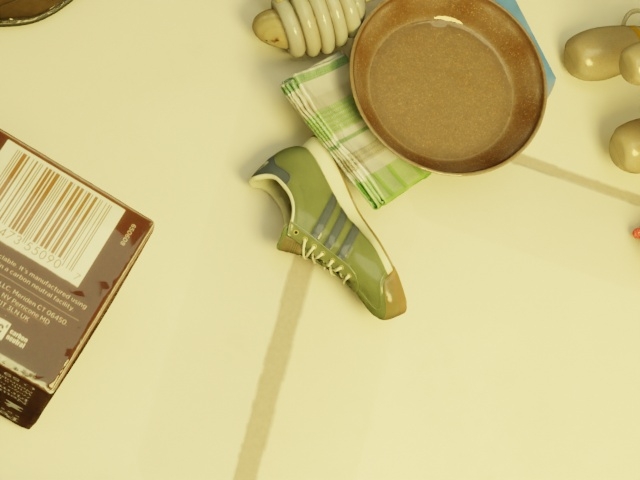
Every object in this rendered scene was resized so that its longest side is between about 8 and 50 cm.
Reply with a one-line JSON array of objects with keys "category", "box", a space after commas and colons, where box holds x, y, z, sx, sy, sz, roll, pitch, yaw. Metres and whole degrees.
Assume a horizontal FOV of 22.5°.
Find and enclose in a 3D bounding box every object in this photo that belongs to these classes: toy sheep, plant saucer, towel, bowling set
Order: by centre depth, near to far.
[{"category": "towel", "box": [0.038, -0.108, 1.533, 0.152, 0.023, 0.113, 52, 38, 3]}, {"category": "toy sheep", "box": [-0.002, -0.222, 1.548, 0.132, 0.091, 0.091, -20, 80, -3]}, {"category": "plant saucer", "box": [0.120, -0.151, 1.553, 0.199, 0.036, 0.198, 4, 73, -14]}, {"category": "bowling set", "box": [0.378, -0.131, 1.559, 0.154, 0.200, 0.287, -15, 75, -22]}]

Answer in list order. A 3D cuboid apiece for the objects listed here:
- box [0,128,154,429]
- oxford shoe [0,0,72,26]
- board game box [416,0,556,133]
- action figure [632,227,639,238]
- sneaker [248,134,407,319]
[{"category": "box", "box": [-0.261, 0.035, 1.339, 0.168, 0.203, 0.167, 31, 69, -5]}, {"category": "oxford shoe", "box": [-0.289, -0.244, 1.469, 0.227, 0.096, 0.083, -28, 82, -22]}, {"category": "board game box", "box": [0.150, -0.181, 1.609, 0.133, 0.033, 0.168, -23, 80, -14]}, {"category": "action figure", "box": [0.367, -0.013, 1.622, 0.115, 0.030, 0.038, -6, 72, -19]}, {"category": "sneaker", "box": [0.000, 0.000, 1.499, 0.086, 0.064, 0.192, -23, 76, -20]}]
